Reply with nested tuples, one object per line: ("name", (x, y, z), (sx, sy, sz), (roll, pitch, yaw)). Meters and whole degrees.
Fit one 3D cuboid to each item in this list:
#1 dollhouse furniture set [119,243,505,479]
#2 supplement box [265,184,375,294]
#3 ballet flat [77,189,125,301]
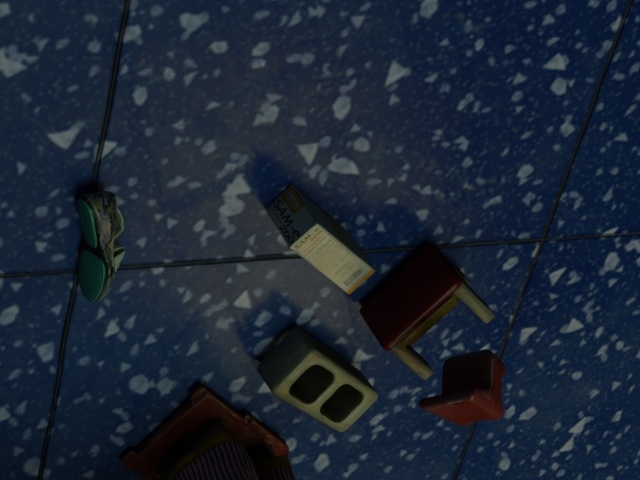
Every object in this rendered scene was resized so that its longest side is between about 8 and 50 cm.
("dollhouse furniture set", (0.010, 0.180, 1.508), (0.374, 0.201, 0.152), (-44, 134, 9))
("supplement box", (0.000, 0.000, 1.454), (0.036, 0.062, 0.098), (-42, 134, 9))
("ballet flat", (-0.186, 0.004, 1.369), (0.041, 0.041, 0.114), (-13, 131, -21))
